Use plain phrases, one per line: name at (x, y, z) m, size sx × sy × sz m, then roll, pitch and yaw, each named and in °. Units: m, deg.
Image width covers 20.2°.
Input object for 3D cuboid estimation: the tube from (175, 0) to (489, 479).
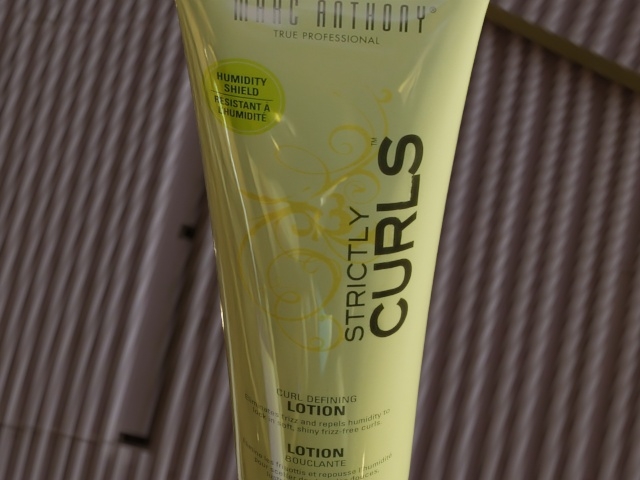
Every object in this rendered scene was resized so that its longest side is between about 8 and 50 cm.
tube at (0.000, 0.000, 0.550) m, size 0.070 × 0.240 × 0.062 m, roll -26°, pitch -129°, yaw -26°
